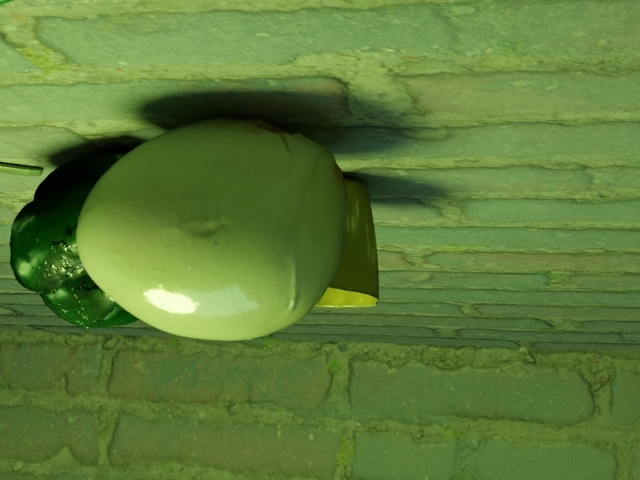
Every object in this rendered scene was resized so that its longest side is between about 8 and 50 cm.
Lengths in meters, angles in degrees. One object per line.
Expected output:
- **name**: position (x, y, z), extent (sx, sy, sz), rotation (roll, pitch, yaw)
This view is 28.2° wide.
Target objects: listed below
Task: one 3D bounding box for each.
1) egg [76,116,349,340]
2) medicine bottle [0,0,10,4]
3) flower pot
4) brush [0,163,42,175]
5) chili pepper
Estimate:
- **egg**: position (-0.135, -0.012, 1.618), extent (0.345, 0.283, 0.283), rotation (-4, 168, 1)
- **medicine bottle**: position (-0.374, -0.228, 1.191), extent (0.309, 0.076, 0.111), rotation (-4, 168, 36)
- **flower pot**: position (0.000, 0.000, 1.886), extent (0.195, 0.179, 0.195), rotation (5, 170, 1)
- **brush**: position (-0.512, -0.107, 1.928), extent (0.178, 0.030, 0.033), rotation (8, 158, -14)
- **chili pepper**: position (-0.307, -0.011, 1.836), extent (0.233, 0.249, 0.256), rotation (25, 150, -28)
